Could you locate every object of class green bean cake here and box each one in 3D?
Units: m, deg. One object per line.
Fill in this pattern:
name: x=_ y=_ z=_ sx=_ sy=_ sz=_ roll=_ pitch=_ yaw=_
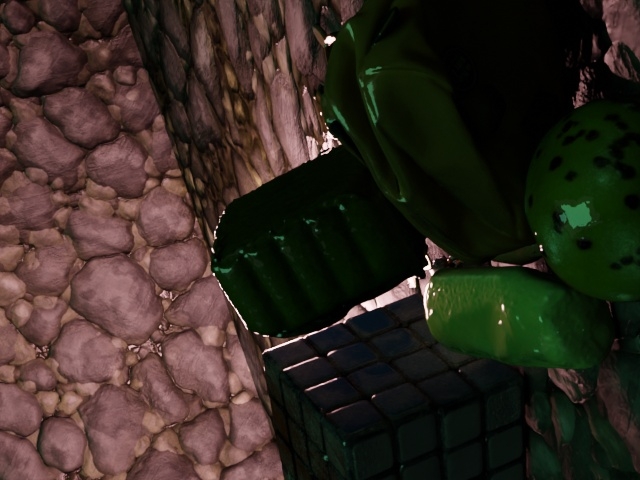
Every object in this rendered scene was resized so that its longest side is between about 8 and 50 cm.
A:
green bean cake: x=0.000 y=0.000 z=1.638 sx=0.218 sy=0.319 sz=0.335 roll=61 pitch=-163 yaw=-18

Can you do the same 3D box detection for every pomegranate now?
pomegranate: x=0.363 y=-0.057 z=1.035 sx=0.285 sy=0.231 sz=0.231 roll=-13 pitch=97 yaw=28

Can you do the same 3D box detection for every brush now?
brush: x=0.171 y=0.043 z=1.749 sx=0.205 sy=0.011 sz=0.083 roll=147 pitch=106 yaw=-82
brush: x=0.027 y=-0.348 z=1.836 sx=0.196 sy=0.021 sz=0.070 roll=58 pitch=153 yaw=33

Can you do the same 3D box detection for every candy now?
candy: x=0.278 y=0.106 z=1.439 sx=0.343 sy=0.131 sz=0.142 roll=-177 pitch=89 yaw=-66

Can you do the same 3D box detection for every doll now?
doll: x=0.211 y=0.051 z=1.678 sx=0.114 sy=0.039 sz=0.057 roll=-14 pitch=99 yaw=66

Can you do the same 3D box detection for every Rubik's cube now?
Rubik's cube: x=0.131 y=0.346 z=1.710 sx=0.344 sy=0.337 sz=0.344 roll=41 pitch=143 yaw=56

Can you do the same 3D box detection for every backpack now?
backpack: x=0.187 y=-0.162 z=1.184 sx=0.201 sy=0.354 sz=0.378 roll=-8 pitch=133 yaw=47

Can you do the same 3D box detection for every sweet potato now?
sweet potato: x=0.296 y=0.006 z=1.405 sx=0.065 sy=0.051 sz=0.218 roll=33 pitch=160 yaw=-20

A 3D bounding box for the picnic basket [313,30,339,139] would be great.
picnic basket: x=0.055 y=-0.269 z=1.665 sx=0.128 sy=0.137 sz=0.179 roll=13 pitch=125 yaw=67
